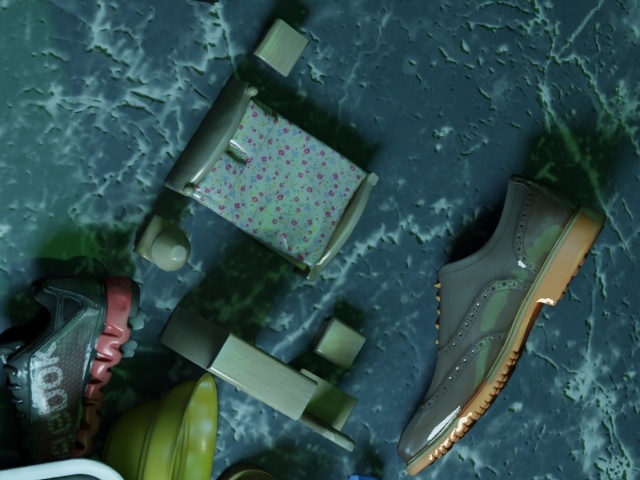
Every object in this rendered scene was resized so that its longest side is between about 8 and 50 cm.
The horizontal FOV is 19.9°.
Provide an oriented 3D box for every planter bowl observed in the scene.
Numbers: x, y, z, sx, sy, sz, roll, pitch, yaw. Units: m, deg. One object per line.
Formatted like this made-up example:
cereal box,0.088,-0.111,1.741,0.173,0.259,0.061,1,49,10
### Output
planter bowl,-0.176,0.238,1.896,0.090,0.217,0.217,9,96,9

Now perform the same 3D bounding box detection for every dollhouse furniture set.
dollhouse furniture set,0.000,0.000,1.916,0.303,0.174,0.356,33,85,-26

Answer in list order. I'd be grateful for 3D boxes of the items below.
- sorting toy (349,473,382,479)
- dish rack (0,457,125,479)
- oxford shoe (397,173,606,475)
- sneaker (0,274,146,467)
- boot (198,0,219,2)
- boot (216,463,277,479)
sorting toy,0.006,0.430,2.035,0.196,0.047,0.348,-9,104,-60
dish rack,-0.325,0.357,1.830,0.332,0.072,0.286,-10,104,6
oxford shoe,0.174,0.096,2.063,0.132,0.130,0.364,33,92,7
sneaker,-0.278,0.157,1.861,0.135,0.097,0.276,16,97,-17
boot,-0.176,-0.331,1.842,0.198,0.077,0.137,14,88,-39
boot,-0.113,0.397,1.967,0.112,0.115,0.305,22,90,-28
